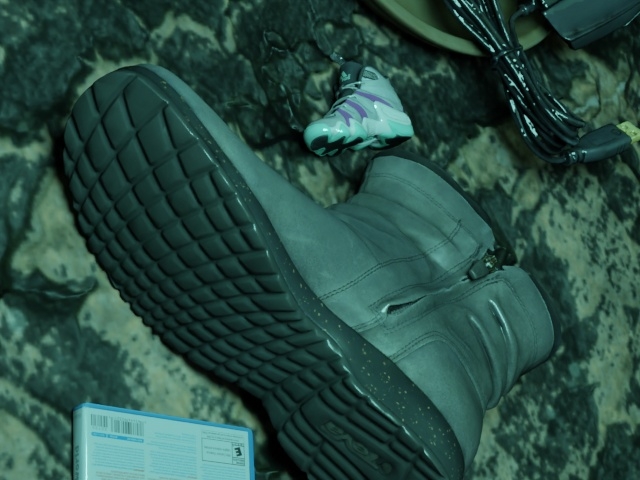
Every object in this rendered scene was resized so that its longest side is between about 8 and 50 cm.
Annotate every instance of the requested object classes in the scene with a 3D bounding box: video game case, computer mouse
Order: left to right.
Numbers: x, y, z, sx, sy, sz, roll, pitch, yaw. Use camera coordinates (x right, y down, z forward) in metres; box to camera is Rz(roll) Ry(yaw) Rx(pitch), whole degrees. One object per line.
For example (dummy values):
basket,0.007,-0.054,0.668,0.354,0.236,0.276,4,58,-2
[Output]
video game case,-0.086,0.180,1.063,0.119,0.015,0.166,14,63,-37
computer mouse,0.210,-0.162,1.381,0.262,0.060,0.184,-27,90,-43

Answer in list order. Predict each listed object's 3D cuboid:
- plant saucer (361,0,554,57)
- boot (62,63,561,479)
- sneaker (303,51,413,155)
plant saucer,0.078,-0.257,1.376,0.278,0.041,0.278,18,60,-35
boot,0.000,0.000,1.169,0.338,0.118,0.223,54,38,-14
sneaker,0.016,-0.094,1.257,0.098,0.038,0.069,-5,74,-52
